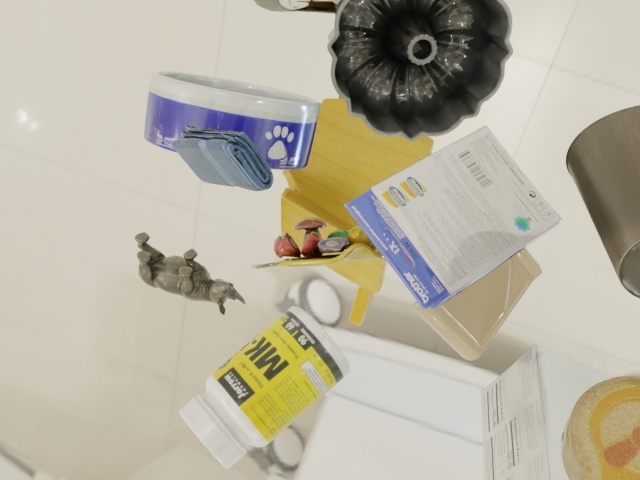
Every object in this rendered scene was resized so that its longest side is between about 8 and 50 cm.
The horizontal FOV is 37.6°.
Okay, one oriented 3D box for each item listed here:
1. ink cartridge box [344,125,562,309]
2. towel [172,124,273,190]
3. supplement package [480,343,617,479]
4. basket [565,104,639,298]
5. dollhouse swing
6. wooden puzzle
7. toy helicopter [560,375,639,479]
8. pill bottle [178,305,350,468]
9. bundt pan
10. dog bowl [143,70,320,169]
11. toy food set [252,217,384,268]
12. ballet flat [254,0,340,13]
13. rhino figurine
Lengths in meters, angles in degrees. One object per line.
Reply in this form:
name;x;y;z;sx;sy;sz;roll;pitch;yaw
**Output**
ink cartridge box;0.185;-0.030;1.334;0.186;0.311;0.065;54;143;10
towel;-0.094;-0.080;0.918;0.119;0.029;0.067;11;144;52
supplement package;0.349;0.313;1.300;0.204;0.262;0.145;23;133;-15
basket;0.429;-0.045;1.192;0.204;0.227;0.154;-10;132;14
dollhouse swing;0.048;-0.054;1.930;0.315;0.347;0.305;30;141;-6
wooden puzzle;0.304;0.090;1.817;0.221;0.239;0.044;44;174;-37
toy helicopter;0.110;0.217;0.484;0.235;0.355;0.140;17;145;20
pill bottle;-0.074;0.194;1.231;0.119;0.208;0.119;47;168;14
bundt pan;0.162;-0.350;1.646;0.330;0.124;0.331;-5;117;-9
dog bowl;-0.138;-0.189;1.459;0.265;0.265;0.104;13;102;10
toy food set;0.000;0.000;1.410;0.218;0.128;0.071;-4;91;33
ballet flat;-0.018;-0.449;1.710;0.213;0.068;0.072;-4;109;-28
rhino figurine;-0.244;0.071;1.761;0.243;0.073;0.106;21;145;17
